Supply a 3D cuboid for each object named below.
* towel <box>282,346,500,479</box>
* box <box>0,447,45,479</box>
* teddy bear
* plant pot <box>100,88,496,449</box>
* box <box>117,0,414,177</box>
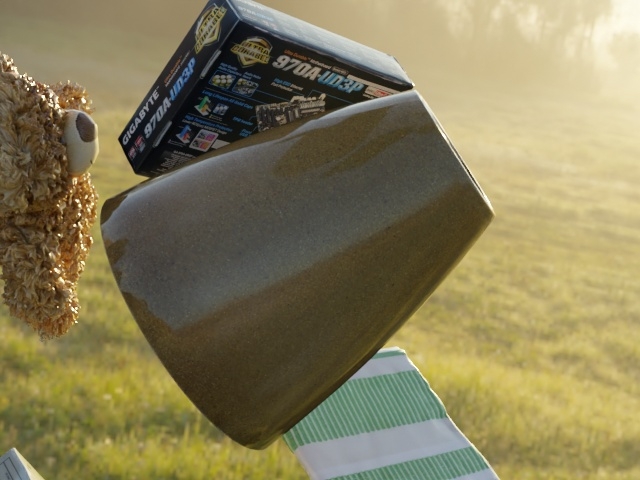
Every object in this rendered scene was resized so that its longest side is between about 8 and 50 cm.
[{"bbox_3d":[0.082,0.250,1.286,0.248,0.038,0.325,-2,42,-40],"label":"towel"},{"bbox_3d":[-0.348,0.353,1.169,0.232,0.127,0.148,-39,35,-11],"label":"box"},{"bbox_3d":[-0.264,-0.037,1.141,0.113,0.338,0.245,10,42,3],"label":"teddy bear"},{"bbox_3d":[0.000,0.000,0.909,0.254,0.237,0.237,-32,8,10],"label":"plant pot"},{"bbox_3d":[-0.047,-0.116,1.052,0.220,0.175,0.051,12,37,-42],"label":"box"}]
